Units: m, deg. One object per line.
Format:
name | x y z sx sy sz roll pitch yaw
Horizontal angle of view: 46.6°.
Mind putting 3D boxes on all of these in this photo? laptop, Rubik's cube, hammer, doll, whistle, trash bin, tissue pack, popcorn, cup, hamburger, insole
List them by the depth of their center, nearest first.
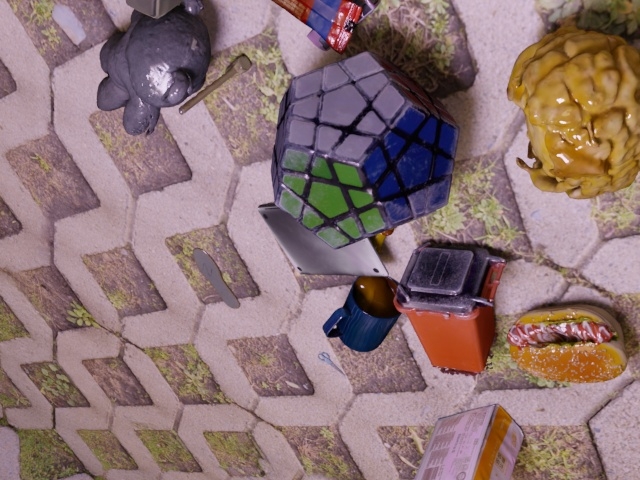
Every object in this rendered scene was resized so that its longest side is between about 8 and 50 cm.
popcorn | 0.352 -0.176 1.007 0.190 0.250 0.250 -2 128 11
Rubik's cube | 0.064 -0.140 1.178 0.264 0.319 0.319 23 144 51
hammer | -0.192 -0.261 1.275 0.060 0.195 0.028 -19 112 42
doll | -0.291 -0.310 1.316 0.158 0.246 0.340 9 172 -31
hamburger | 0.447 0.193 1.355 0.210 0.116 0.173 -9 125 37
trash bin | 0.263 0.134 1.395 0.184 0.161 0.239 3 136 29
whistle | 0.118 -0.029 1.422 0.046 0.057 0.109 1 137 -32
laptop | 0.000 0.000 1.488 0.269 0.015 0.187 -1 129 47
cup | 0.083 0.148 1.527 0.150 0.113 0.138 12 139 -9
tissue pack | 0.320 0.492 1.617 0.185 0.225 0.124 -27 111 44
insole | -0.249 0.092 1.764 0.064 0.004 0.188 -10 121 38

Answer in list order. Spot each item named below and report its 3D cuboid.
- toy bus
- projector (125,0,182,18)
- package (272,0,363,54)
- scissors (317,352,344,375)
toy bus | 0.036 -0.352 1.175 0.052 0.037 0.130 44 135 -15
projector | -0.212 -0.485 1.088 0.088 0.193 0.269 27 135 6
package | -0.024 -0.378 1.160 0.200 0.022 0.083 40 131 17
scissors | 0.028 0.298 1.780 0.083 0.006 0.036 43 138 -10
